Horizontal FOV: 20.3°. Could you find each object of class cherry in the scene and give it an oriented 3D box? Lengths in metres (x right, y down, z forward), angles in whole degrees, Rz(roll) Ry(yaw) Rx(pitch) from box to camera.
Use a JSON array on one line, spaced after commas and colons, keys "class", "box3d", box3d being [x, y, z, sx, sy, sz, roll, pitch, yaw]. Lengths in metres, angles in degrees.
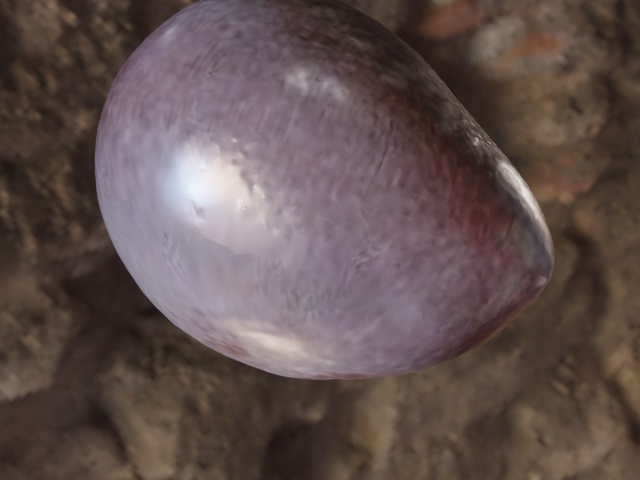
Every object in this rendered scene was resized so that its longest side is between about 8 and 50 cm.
[{"class": "cherry", "box3d": [0.007, 0.000, 0.572, 0.188, 0.148, 0.115, 64, -149, -56]}]
